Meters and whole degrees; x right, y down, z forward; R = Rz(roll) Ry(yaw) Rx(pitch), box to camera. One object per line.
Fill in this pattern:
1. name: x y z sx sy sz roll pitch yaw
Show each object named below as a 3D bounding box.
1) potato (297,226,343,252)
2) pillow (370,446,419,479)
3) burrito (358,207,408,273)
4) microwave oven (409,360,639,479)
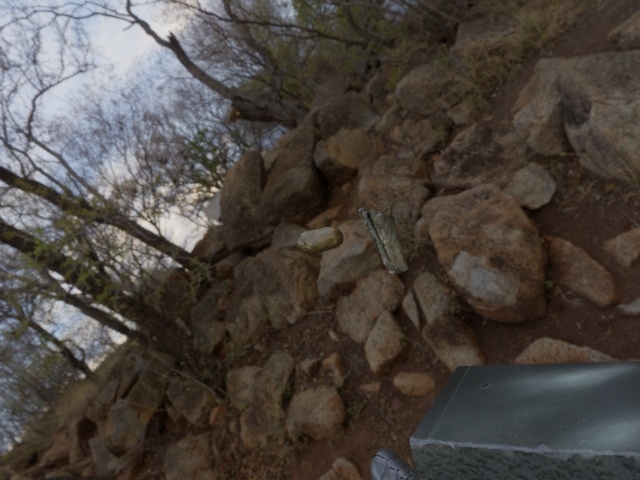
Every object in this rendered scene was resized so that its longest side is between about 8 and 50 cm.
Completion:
1. potato: 0.000 0.000 0.764 0.051 0.083 0.040 -64 -38 -54
2. pillow: 0.205 0.667 1.018 0.101 0.327 0.228 -13 2 -19
3. burrito: 0.125 -0.003 0.852 0.055 0.149 0.041 -25 13 0
4. microwave oven: 0.360 0.415 0.610 0.374 0.433 0.236 -14 4 33
